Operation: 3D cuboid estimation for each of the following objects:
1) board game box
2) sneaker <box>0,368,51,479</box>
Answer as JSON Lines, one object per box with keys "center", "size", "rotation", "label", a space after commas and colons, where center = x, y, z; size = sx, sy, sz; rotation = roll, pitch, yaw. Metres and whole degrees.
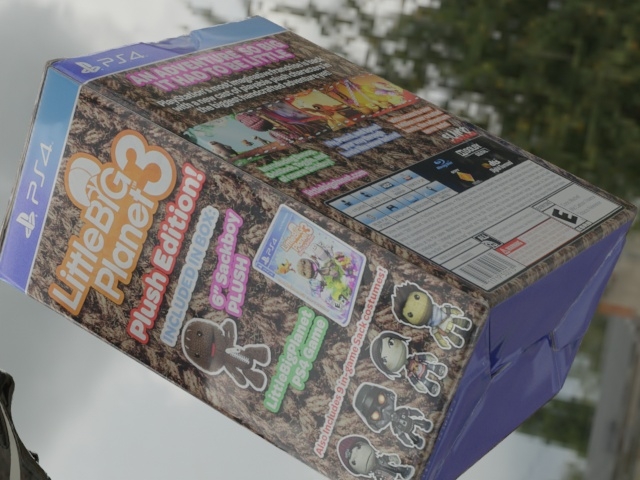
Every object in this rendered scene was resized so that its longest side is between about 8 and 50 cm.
{"center": [0.000, 0.000, 1.033], "size": [0.232, 0.291, 0.141], "rotation": [-24, -41, -57], "label": "board game box"}
{"center": [-0.208, 0.186, 0.997], "size": [0.135, 0.097, 0.276], "rotation": [-41, -45, -57], "label": "sneaker"}
